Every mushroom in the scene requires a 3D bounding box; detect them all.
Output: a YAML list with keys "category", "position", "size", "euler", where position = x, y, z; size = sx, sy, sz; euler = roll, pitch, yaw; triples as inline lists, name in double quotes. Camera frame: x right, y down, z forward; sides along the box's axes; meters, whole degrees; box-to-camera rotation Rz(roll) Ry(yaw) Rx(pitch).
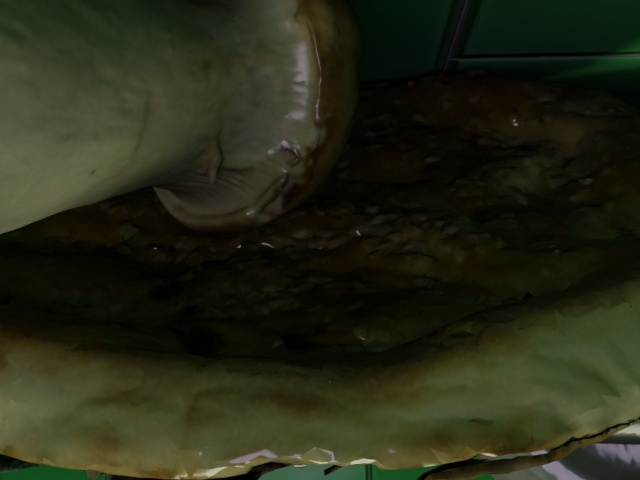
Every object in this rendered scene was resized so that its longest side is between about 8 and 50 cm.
- category: "mushroom"
  position: [-0.123, -0.057, 0.444]
  size: [0.128, 0.128, 0.350]
  euler: [-7, 175, 42]

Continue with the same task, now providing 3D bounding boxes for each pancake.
- category: "pancake"
  position: [0.000, 0.001, 0.633]
  size: [0.382, 0.071, 0.382]
  euler: [-5, -158, 2]

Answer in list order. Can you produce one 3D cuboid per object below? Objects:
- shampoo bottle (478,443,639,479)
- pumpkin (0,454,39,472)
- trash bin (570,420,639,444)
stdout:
- category: "shampoo bottle"
  position: [0.232, 0.078, 1.042]
  size: [0.272, 0.273, 0.266]
  euler: [-3, 178, 14]
- category: "pumpkin"
  position: [-0.303, 0.043, 0.939]
  size: [0.293, 0.197, 0.263]
  euler: [4, 173, 40]
- category: "trash bin"
  position: [0.220, 0.021, 0.804]
  size: [0.290, 0.182, 0.209]
  euler: [-4, -166, 18]
